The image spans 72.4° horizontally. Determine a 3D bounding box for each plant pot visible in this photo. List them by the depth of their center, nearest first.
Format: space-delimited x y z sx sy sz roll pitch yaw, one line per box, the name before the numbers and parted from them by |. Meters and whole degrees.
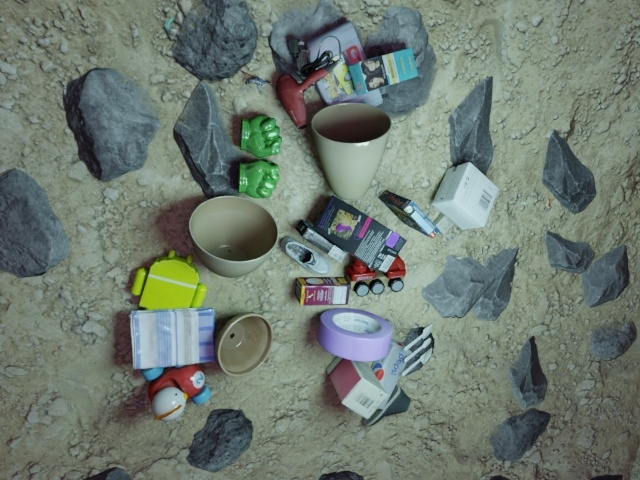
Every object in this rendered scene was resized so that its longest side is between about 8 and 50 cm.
plant pot | -0.297 0.016 1.471 0.284 0.284 0.191 4 139 -16
plant pot | 0.102 -0.280 1.482 0.256 0.256 0.274 -13 135 -11
plant pot | -0.298 0.368 1.606 0.237 0.110 0.237 -13 109 -41

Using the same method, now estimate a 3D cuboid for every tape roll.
tape roll | 0.129 0.348 1.646 0.275 0.275 0.090 5 102 -16

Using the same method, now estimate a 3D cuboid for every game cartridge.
game cartridge | 0.074 -0.565 1.498 0.196 0.060 0.294 -28 110 -2

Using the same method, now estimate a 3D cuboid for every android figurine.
android figurine | -0.529 0.166 1.538 0.248 0.056 0.273 16 103 -17

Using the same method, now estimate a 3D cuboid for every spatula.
spatula | 0.410 0.462 1.823 0.242 0.019 0.168 -20 119 -47

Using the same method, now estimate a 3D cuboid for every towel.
towel | -0.514 0.341 1.531 0.285 0.034 0.209 -1 95 -13

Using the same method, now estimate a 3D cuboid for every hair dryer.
hair dryer | -0.056 -0.504 1.399 0.080 0.223 0.293 -6 112 -46

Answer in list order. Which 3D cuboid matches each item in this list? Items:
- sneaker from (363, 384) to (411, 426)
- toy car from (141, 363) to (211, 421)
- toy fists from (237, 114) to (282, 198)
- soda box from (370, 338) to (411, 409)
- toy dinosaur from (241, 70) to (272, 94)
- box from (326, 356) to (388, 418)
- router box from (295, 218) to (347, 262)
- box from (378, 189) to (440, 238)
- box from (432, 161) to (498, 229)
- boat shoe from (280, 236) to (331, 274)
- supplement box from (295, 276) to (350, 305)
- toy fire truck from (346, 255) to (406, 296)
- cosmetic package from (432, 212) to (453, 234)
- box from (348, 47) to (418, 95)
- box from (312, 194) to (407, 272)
sneaker | 0.296 0.744 1.903 0.222 0.083 0.118 -45 111 -1
toy car | -0.514 0.553 1.553 0.210 0.238 0.219 -23 110 -8
toy fists | -0.202 -0.279 1.481 0.142 0.096 0.279 1 103 -16
soda box | 0.269 0.559 1.840 0.098 0.091 0.286 22 98 -19
toy dinosaur | -0.204 -0.529 1.441 0.082 0.047 0.090 -23 100 -27
box | 0.139 0.561 1.730 0.148 0.232 0.127 38 93 -21
router box | 0.000 0.000 1.591 0.179 0.133 0.046 34 95 -21
box | 0.318 -0.100 1.593 0.159 0.233 0.044 41 92 -21
box | 0.554 -0.167 1.667 0.182 0.119 0.181 34 70 -21
boat shoe | -0.048 0.069 1.624 0.227 0.081 0.079 34 94 -20
supplement box | 0.006 0.191 1.661 0.188 0.104 0.081 1 105 -16
toy fire truck | 0.207 0.062 1.672 0.217 0.158 0.246 -5 117 -13
cosmetic package | 0.504 -0.086 1.749 0.060 0.041 0.115 40 92 -21
box | 0.217 -0.575 1.484 0.244 0.060 0.100 -27 108 -28
box | 0.136 -0.022 1.529 0.143 0.270 0.165 -58 149 6
